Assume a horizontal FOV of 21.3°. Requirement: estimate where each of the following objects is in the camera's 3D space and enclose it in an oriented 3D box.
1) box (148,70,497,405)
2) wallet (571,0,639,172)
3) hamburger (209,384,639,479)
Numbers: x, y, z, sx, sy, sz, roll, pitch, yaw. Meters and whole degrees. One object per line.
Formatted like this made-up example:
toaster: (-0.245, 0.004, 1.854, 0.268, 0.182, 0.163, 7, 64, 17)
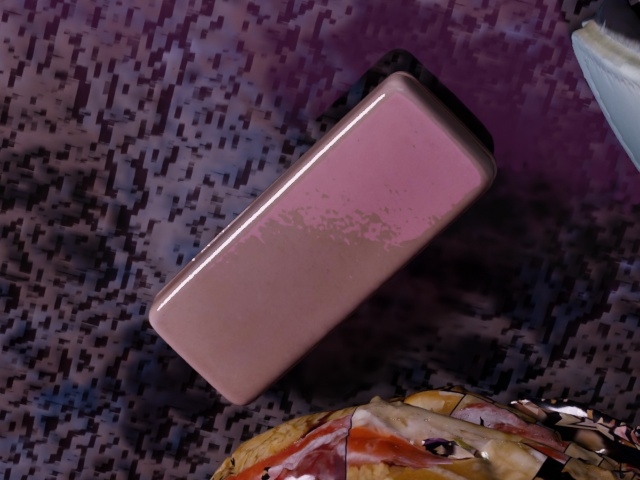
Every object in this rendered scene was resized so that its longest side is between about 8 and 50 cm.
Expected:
box: (0.000, 0.000, 0.529, 0.048, 0.025, 0.115, 44, 107, -7)
wallet: (0.169, 0.035, 0.450, 0.075, 0.176, 0.250, -37, 104, 5)
hamburger: (0.041, 0.152, 0.516, 0.231, 0.107, 0.231, 8, 106, 28)
